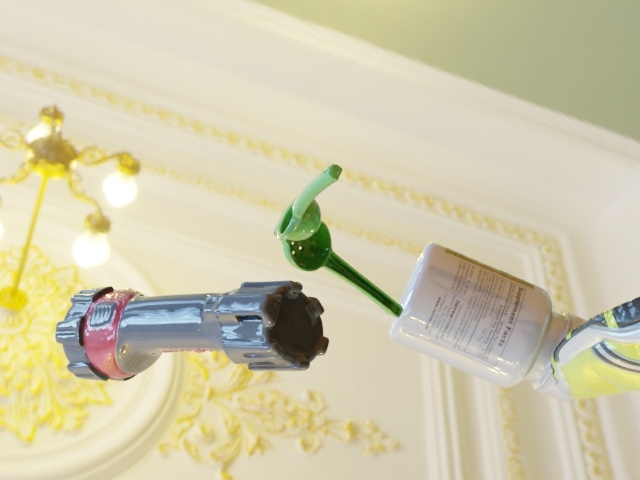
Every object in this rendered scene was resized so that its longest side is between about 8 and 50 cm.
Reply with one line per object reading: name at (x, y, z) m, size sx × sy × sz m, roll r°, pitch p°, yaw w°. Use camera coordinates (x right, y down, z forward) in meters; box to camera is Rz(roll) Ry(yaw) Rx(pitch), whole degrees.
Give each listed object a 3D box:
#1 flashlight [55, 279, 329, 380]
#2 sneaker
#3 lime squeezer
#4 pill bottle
flashlight at (-0.128, 0.090, 0.986) m, size 0.103 × 0.304 × 0.103 m, roll -30°, pitch -70°, yaw -49°
sneaker at (0.387, 0.107, 0.998) m, size 0.145 × 0.384 × 0.147 m, roll -11°, pitch -104°, yaw -40°
lime squeezer at (0.000, 0.000, 0.995) m, size 0.110 × 0.310 × 0.059 m, roll 35°, pitch -104°, yaw 27°
pill bottle at (0.210, 0.103, 1.226) m, size 0.229 × 0.131 × 0.131 m, roll 23°, pitch -142°, yaw 3°
